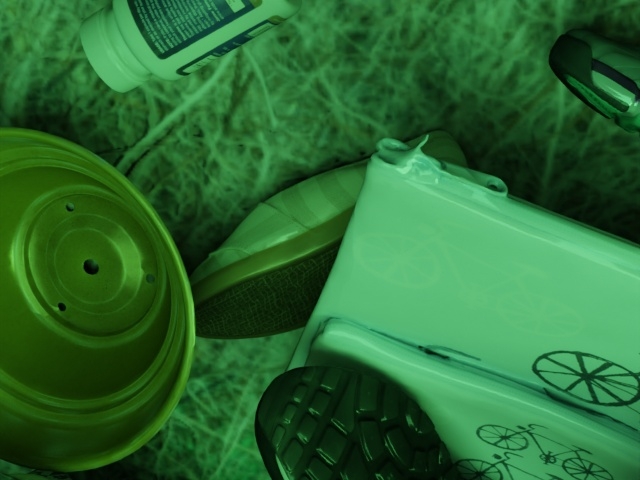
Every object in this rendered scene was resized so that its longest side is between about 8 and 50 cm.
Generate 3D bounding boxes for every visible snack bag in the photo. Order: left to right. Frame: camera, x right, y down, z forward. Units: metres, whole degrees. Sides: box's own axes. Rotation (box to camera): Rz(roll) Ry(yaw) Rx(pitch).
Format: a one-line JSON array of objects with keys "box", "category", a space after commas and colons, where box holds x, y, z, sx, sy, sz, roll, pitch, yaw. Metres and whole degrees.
[{"box": [0.142, 0.100, 0.804, 0.323, 0.037, 0.342, 22, 146, 0], "category": "snack bag"}]

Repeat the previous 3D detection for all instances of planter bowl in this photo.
[{"box": [-0.161, 0.027, 0.871, 0.217, 0.090, 0.217, 6, 108, 18], "category": "planter bowl"}]

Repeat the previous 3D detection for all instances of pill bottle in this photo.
[{"box": [-0.077, -0.134, 0.803, 0.120, 0.067, 0.067, -26, 108, 20], "category": "pill bottle"}]

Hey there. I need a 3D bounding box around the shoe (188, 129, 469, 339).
[{"box": [0.000, 0.000, 0.864, 0.219, 0.058, 0.076, -27, 138, 24], "category": "shoe"}]

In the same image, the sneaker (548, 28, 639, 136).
[{"box": [0.240, -0.082, 0.780, 0.224, 0.083, 0.098, 27, 95, -8], "category": "sneaker"}]

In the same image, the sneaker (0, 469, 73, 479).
[{"box": [-0.066, 0.271, 0.914, 0.410, 0.182, 0.158, 40, 101, -5], "category": "sneaker"}]

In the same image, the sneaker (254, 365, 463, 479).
[{"box": [0.034, 0.179, 0.859, 0.124, 0.107, 0.283, -6, 138, 46], "category": "sneaker"}]
